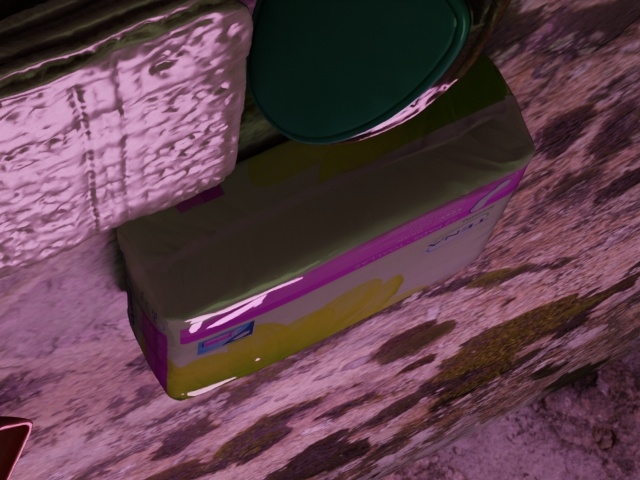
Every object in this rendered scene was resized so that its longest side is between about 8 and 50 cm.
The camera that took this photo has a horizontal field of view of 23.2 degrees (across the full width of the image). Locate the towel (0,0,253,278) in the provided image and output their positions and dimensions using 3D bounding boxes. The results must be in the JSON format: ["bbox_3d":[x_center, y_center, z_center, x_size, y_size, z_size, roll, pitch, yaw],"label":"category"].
[{"bbox_3d":[-0.130,-0.060,0.830,0.187,0.049,0.282,-23,165,-13],"label":"towel"}]

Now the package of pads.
[{"bbox_3d":[0.000,0.000,1.153,0.296,0.101,0.229,-24,164,-13],"label":"package of pads"}]

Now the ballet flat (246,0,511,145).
[{"bbox_3d":[0.064,-0.168,0.745,0.124,0.116,0.342,-46,172,-33],"label":"ballet flat"}]

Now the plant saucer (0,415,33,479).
[{"bbox_3d":[-0.383,0.250,1.266,0.258,0.048,0.259,-9,133,-51],"label":"plant saucer"}]
